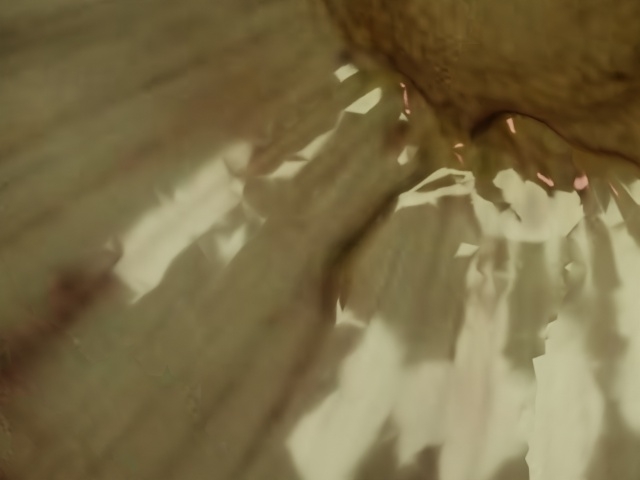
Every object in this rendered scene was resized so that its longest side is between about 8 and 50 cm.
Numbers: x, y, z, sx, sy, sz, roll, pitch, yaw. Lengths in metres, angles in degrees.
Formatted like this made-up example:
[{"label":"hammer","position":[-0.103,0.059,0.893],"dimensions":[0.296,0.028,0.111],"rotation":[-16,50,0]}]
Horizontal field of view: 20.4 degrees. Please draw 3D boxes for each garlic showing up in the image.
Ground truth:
[{"label":"garlic","position":[0.000,0.000,0.424],"dimensions":[0.245,0.245,0.253],"rotation":[-14,160,-26]}]
